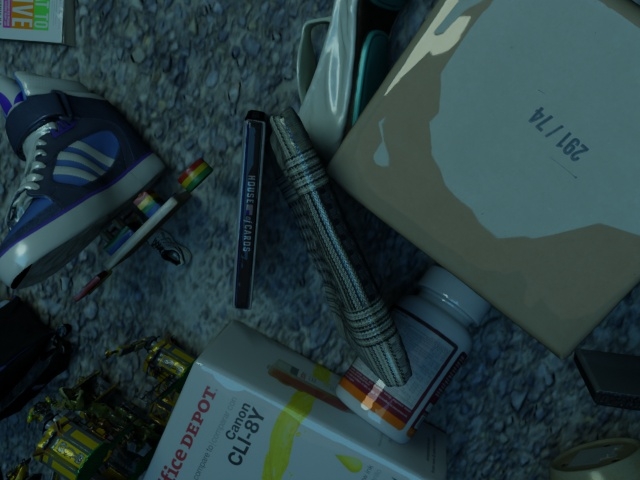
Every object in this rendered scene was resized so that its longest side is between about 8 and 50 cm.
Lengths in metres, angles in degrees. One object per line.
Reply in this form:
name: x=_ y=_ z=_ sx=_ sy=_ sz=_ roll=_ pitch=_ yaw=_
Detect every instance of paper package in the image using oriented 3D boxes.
paper package: x=0.226 y=-0.100 z=0.658 sx=0.325 sy=0.168 sz=0.309 roll=39 pitch=113 yaw=6

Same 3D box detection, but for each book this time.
book: x=-0.435 y=-0.343 z=0.927 sx=0.144 sy=0.035 sz=0.096 roll=7 pitch=101 yaw=11

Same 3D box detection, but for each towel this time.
towel: x=0.000 y=0.000 z=0.774 sx=0.056 sy=0.324 sz=0.312 roll=-25 pitch=97 yaw=-3

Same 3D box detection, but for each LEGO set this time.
LEGO set: x=-0.350 y=0.260 z=0.921 sx=0.192 sy=0.331 sz=0.255 roll=28 pitch=125 yaw=11

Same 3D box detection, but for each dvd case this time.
dvd case: x=-0.096 y=-0.050 z=0.849 sx=0.030 sy=0.179 sz=0.238 roll=5 pitch=105 yaw=-7

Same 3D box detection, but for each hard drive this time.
hard drive: x=0.395 y=0.183 z=0.825 sx=0.094 sy=0.135 sz=0.022 roll=6 pitch=104 yaw=10

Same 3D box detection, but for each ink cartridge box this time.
ink cartridge box: x=-0.045 y=0.341 z=0.940 sx=0.385 sy=0.160 sz=0.279 roll=27 pitch=107 yaw=4

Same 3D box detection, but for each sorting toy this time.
sorting toy: x=-0.261 y=-0.023 z=0.894 sx=0.274 sy=0.132 sz=0.046 roll=-44 pitch=98 yaw=4

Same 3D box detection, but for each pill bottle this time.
pill bottle: x=0.128 y=0.151 z=0.850 sx=0.121 sy=0.121 sz=0.221 roll=36 pitch=83 yaw=1

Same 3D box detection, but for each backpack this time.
backpack: x=-0.581 y=0.220 z=0.978 sx=0.213 sy=0.276 sz=0.263 roll=41 pitch=114 yaw=5

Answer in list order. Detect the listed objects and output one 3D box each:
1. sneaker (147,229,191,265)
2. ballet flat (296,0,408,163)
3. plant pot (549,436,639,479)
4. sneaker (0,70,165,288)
sneaker: x=-0.239 y=0.010 z=0.965 sx=0.083 sy=0.037 sz=0.032 roll=30 pitch=109 yaw=5
ballet flat: x=0.040 y=-0.294 z=0.799 sx=0.139 sy=0.139 sz=0.400 roll=16 pitch=107 yaw=7
plant pot: x=0.419 y=0.420 z=0.841 sx=0.256 sy=0.256 sz=0.274 roll=-22 pitch=81 yaw=16
sneaker: x=-0.372 y=-0.102 z=0.820 sx=0.236 sy=0.323 sz=0.130 roll=44 pitch=126 yaw=-8
